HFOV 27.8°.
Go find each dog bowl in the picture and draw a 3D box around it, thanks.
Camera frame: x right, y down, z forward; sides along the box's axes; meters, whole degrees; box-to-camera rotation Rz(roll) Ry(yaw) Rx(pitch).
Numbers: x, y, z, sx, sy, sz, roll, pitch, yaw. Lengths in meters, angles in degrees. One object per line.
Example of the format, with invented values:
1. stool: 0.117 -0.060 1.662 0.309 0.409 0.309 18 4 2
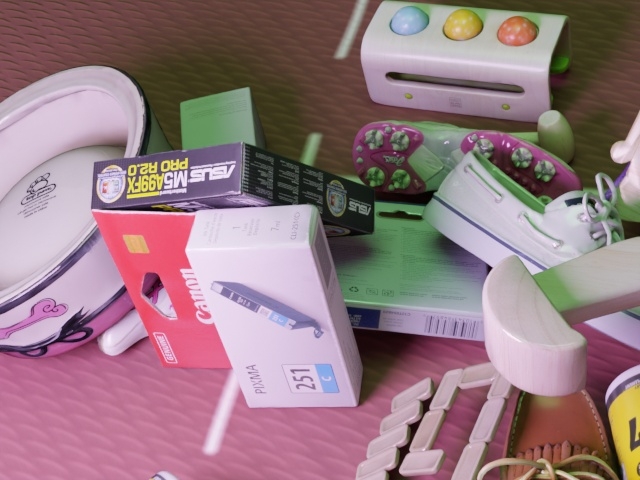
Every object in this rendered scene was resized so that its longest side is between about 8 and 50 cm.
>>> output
1. dog bowl: -0.350 -0.026 1.672 0.408 0.150 0.408 -21 44 22

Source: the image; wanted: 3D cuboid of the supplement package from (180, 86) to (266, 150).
1. supplement package: -0.129 -0.108 1.787 0.105 0.105 0.179 -12 46 3

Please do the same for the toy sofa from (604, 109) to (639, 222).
1. toy sofa: 0.525 -0.051 1.502 0.362 0.177 0.150 27 18 20

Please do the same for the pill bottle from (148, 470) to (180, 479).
1. pill bottle: -0.208 0.342 1.392 0.184 0.103 0.103 -38 50 -21

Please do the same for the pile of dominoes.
1. pile of dominoes: 0.118 0.246 1.409 0.196 0.040 0.251 -18 33 48

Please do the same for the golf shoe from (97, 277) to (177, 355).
1. golf shoe: -0.206 0.082 1.657 0.086 0.067 0.186 27 59 31

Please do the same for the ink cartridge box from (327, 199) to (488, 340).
1. ink cartridge box: 0.095 0.031 1.599 0.223 0.045 0.224 6 36 2

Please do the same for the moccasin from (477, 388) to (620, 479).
1. moccasin: 0.229 0.290 1.298 0.139 0.147 0.380 3 49 17

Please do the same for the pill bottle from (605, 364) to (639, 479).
1. pill bottle: 0.370 0.236 1.332 0.119 0.119 0.208 -9 47 6

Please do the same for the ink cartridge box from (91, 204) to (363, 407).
1. ink cartridge box: -0.104 0.082 1.473 0.261 0.296 0.066 -1 48 14

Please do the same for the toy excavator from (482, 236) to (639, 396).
1. toy excavator: 0.439 0.056 1.239 0.445 0.222 0.433 29 58 32

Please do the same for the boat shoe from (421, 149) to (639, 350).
1. boat shoe: 0.289 -0.007 1.481 0.367 0.136 0.156 36 100 40

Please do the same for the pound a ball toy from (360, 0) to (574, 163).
1. pound a ball toy: 0.213 -0.235 1.796 0.319 0.136 0.208 10 51 23

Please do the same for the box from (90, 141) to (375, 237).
1. box: -0.096 -0.048 1.496 0.216 0.270 0.060 -4 79 33

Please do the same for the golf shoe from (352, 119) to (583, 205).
1. golf shoe: 0.201 -0.104 1.688 0.306 0.115 0.140 16 20 21
